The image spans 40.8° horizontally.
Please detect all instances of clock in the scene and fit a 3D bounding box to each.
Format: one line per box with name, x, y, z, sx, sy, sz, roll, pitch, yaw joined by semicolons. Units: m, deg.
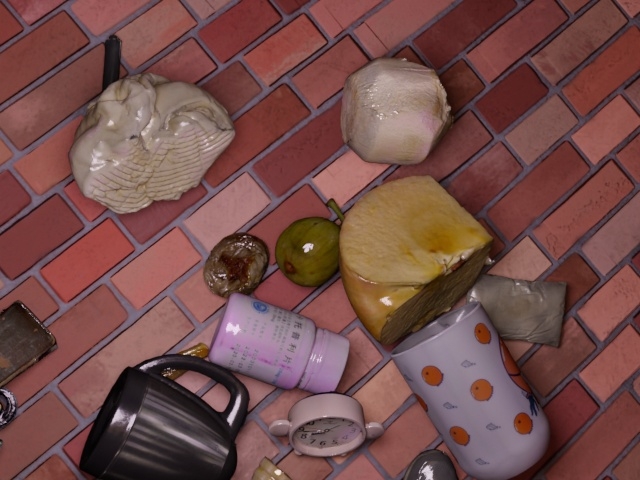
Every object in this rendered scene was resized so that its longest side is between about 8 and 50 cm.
clock;0.011;0.361;1.687;0.229;0.156;0.063;4;47;-8

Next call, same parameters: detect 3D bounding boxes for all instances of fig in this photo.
fig;-0.005;0.014;1.764;0.186;0.148;0.142;-16;123;-39

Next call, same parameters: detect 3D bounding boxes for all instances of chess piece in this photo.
chess piece;-0.137;0.522;1.660;0.090;0.090;0.200;40;77;-2

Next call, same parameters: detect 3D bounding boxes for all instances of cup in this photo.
cup;0.308;0.311;1.729;0.212;0.212;0.317;-30;89;-15

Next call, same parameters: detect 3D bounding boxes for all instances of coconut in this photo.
coconut;0.166;-0.271;1.800;0.230;0.227;0.227;1;80;-11

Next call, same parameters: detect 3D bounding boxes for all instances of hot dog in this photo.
hot dog;-0.284;0.245;1.708;0.137;0.028;0.044;-35;114;-13

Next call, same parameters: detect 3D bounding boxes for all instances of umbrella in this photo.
umbrella;-0.433;-0.361;1.785;0.036;0.031;0.133;5;78;-13

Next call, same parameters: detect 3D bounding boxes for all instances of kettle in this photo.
kettle;-0.278;0.366;1.619;0.271;0.207;0.251;28;43;-14

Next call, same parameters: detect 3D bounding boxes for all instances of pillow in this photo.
pillow;0.418;0.146;1.863;0.229;0.050;0.148;7;75;-8

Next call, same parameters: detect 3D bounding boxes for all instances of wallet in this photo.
wallet;-0.607;0.214;1.593;0.122;0.031;0.232;45;45;3

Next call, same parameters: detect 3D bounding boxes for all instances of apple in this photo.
apple;0.173;0.048;1.711;0.309;0.252;0.314;-28;107;-24

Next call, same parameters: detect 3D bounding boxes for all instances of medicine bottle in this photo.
medicine bottle;-0.081;0.209;1.694;0.254;0.152;0.152;19;77;-7

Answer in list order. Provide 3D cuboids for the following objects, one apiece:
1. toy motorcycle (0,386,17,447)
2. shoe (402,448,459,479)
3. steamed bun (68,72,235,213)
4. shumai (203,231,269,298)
toy motorcycle;-0.677;0.382;1.557;0.187;0.125;0.275;20;77;-17
shoe;0.243;0.584;1.683;0.132;0.171;0.337;-4;81;-12
steamed bun;-0.345;-0.203;1.671;0.320;0.275;0.206;-8;49;-40
shumai;-0.162;0.042;1.744;0.123;0.105;0.139;42;49;2
